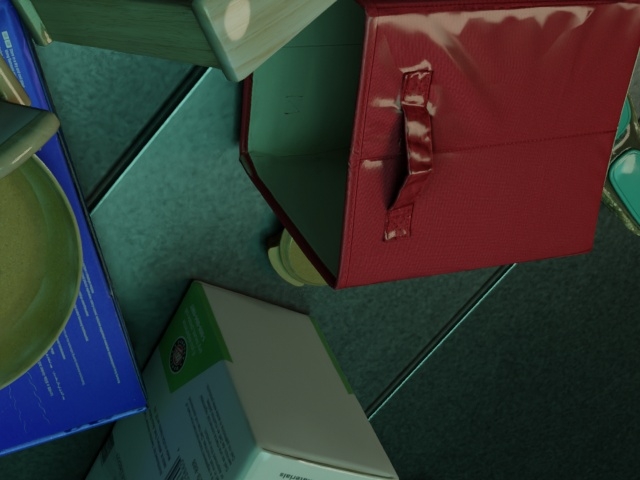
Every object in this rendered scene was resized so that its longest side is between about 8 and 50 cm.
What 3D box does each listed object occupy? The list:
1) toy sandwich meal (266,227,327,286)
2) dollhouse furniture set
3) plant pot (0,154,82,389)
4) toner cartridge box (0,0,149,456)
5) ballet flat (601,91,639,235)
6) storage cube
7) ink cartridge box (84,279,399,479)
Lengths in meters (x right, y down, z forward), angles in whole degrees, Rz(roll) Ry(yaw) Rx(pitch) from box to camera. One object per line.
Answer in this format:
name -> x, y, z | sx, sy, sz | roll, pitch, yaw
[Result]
toy sandwich meal -> 0.000, 0.000, 0.892 | 0.085, 0.029, 0.085 | -9, 119, -18
dollhouse furniture set -> -0.147, -0.220, 0.535 | 0.286, 0.198, 0.303 | -45, 128, -25
plant pot -> -0.270, 0.011, 0.708 | 0.236, 0.032, 0.236 | -8, 122, -13
toner cartridge box -> -0.241, -0.009, 0.771 | 0.165, 0.075, 0.348 | -17, 124, -10
ballet flat -> 0.218, -0.081, 0.895 | 0.073, 0.067, 0.206 | -38, 122, 0
storage cube -> 0.070, -0.098, 0.748 | 0.193, 0.215, 0.183 | -7, 122, -22
ink cartridge box -> -0.090, 0.213, 0.878 | 0.121, 0.211, 0.289 | 19, 113, -29
